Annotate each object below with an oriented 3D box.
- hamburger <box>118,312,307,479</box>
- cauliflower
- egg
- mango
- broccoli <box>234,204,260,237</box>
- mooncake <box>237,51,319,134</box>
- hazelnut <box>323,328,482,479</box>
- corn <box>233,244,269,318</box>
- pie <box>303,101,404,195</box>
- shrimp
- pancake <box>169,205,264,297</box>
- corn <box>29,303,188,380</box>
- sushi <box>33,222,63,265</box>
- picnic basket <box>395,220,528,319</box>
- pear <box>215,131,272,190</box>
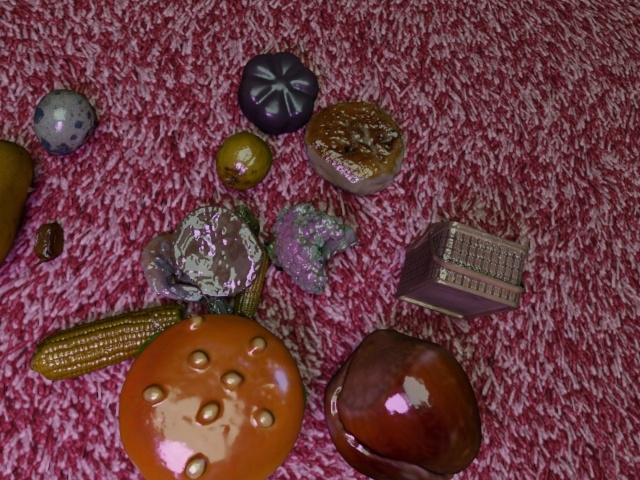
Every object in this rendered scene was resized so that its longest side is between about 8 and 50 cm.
[{"bbox_3d":[-0.219,0.360,0.949,0.396,0.277,0.395,7,62,-14],"label":"hamburger"},{"bbox_3d":[0.000,0.000,1.181,0.315,0.239,0.256,-10,36,-29],"label":"cauliflower"},{"bbox_3d":[-0.684,-0.313,1.172,0.141,0.141,0.181,18,81,-4],"label":"egg"},{"bbox_3d":[-0.861,-0.063,1.037,0.301,0.220,0.445,28,69,2],"label":"mango"},{"bbox_3d":[-0.229,-0.029,1.184,0.130,0.131,0.120,-33,43,-3],"label":"broccoli"},{"bbox_3d":[-0.127,-0.439,1.303,0.245,0.133,0.245,2,81,-12],"label":"mooncake"},{"bbox_3d":[0.192,0.391,1.025,0.372,0.372,0.315,54,35,7],"label":"hazelnut"},{"bbox_3d":[-0.182,0.107,1.171,0.068,0.068,0.207,13,72,-5],"label":"corn"},{"bbox_3d":[0.108,-0.288,1.316,0.315,0.092,0.315,2,73,-7],"label":"pie"},{"bbox_3d":[-0.339,0.112,1.125,0.164,0.062,0.317,-33,79,-38],"label":"shrimp"},{"bbox_3d":[-0.260,0.029,1.105,0.236,0.042,0.222,23,84,1],"label":"pancake"},{"bbox_3d":[-0.498,0.242,1.061,0.363,0.120,0.120,-13,77,-15],"label":"corn"},{"bbox_3d":[-0.701,0.007,1.126,0.055,0.052,0.120,-8,78,7],"label":"sushi"},{"bbox_3d":[0.356,0.080,1.135,0.228,0.313,0.175,18,74,-3],"label":"picnic basket"},{"bbox_3d":[-0.211,-0.220,1.217,0.149,0.149,0.162,29,68,0],"label":"pear"}]
